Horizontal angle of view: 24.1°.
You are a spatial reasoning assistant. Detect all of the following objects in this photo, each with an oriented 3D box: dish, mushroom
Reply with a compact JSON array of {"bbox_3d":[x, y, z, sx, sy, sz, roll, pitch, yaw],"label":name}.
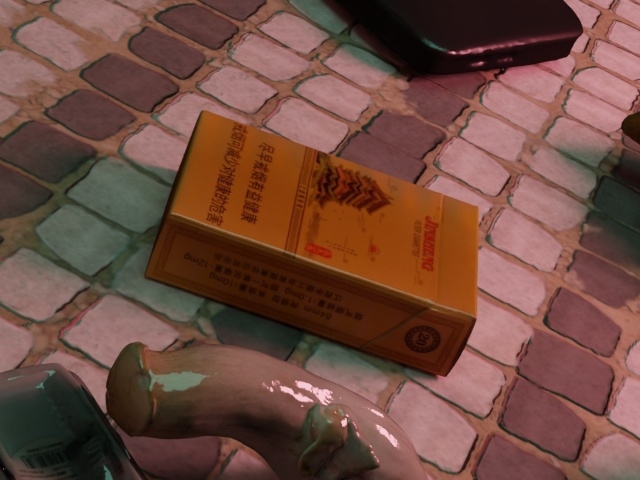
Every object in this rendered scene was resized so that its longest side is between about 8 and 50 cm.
[{"bbox_3d":[-0.179,0.164,0.978,0.182,0.080,0.243,-9,47,-39],"label":"dish"},{"bbox_3d":[-0.028,0.133,1.051,0.278,0.096,0.099,31,16,-34],"label":"mushroom"}]

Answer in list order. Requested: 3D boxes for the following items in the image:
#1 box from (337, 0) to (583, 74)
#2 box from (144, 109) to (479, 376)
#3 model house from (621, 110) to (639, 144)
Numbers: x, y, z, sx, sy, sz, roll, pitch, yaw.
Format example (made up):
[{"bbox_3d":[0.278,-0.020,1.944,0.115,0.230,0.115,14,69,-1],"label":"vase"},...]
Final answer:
[{"bbox_3d":[0.137,-0.302,1.796,0.289,0.073,0.290,-14,50,-41],"label":"box"},{"bbox_3d":[0.000,0.000,1.307,0.274,0.076,0.174,19,36,-7],"label":"box"},{"bbox_3d":[0.464,-0.070,1.621,0.291,0.184,0.253,20,38,19],"label":"model house"}]
